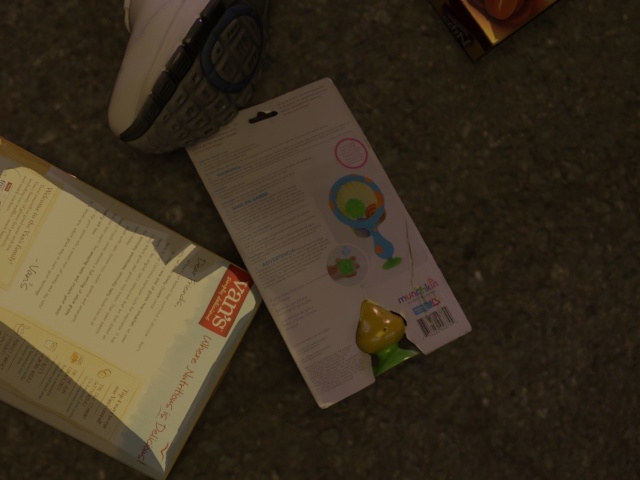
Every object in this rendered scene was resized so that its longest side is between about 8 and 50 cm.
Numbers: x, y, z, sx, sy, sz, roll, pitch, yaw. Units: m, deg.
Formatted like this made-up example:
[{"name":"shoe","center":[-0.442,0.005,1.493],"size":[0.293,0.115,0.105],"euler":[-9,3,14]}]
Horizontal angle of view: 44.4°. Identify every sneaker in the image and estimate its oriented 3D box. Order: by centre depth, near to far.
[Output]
[{"name":"sneaker","center":[-0.098,-0.202,0.607],"size":[0.129,0.111,0.297],"euler":[15,71,16]}]

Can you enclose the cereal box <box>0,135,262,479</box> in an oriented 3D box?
[{"name":"cereal box","center":[-0.182,0.052,0.603],"size":[0.240,0.047,0.173],"euler":[30,83,-6]}]

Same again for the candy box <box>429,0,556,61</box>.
[{"name":"candy box","center":[0.178,-0.252,0.667],"size":[0.186,0.053,0.109],"euler":[-37,91,-9]}]

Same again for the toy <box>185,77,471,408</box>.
[{"name":"toy","center":[0.000,0.000,0.619],"size":[0.136,0.056,0.237],"euler":[-24,74,-19]}]
